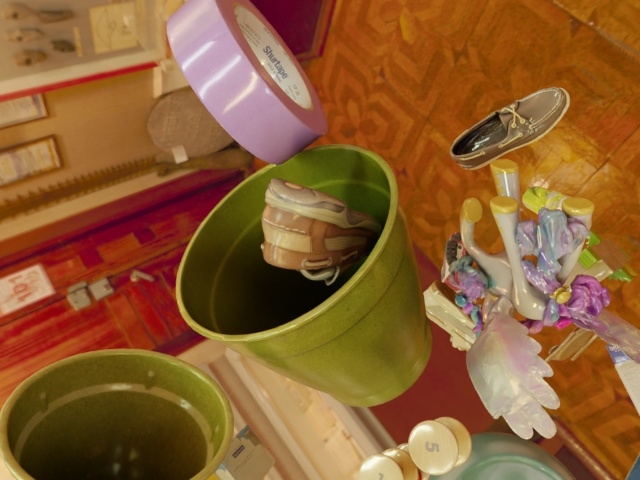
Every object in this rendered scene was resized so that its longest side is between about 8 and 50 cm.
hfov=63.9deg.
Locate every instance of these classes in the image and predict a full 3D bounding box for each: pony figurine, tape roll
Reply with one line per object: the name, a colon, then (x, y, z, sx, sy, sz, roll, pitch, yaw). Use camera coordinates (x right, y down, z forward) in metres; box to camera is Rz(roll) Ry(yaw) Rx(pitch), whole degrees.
pony figurine: (0.350, 0.090, 0.846, 0.351, 0.303, 0.363, -123, 19, -59)
tape roll: (-0.103, -0.256, 0.793, 0.090, 0.275, 0.275, -31, 86, 20)

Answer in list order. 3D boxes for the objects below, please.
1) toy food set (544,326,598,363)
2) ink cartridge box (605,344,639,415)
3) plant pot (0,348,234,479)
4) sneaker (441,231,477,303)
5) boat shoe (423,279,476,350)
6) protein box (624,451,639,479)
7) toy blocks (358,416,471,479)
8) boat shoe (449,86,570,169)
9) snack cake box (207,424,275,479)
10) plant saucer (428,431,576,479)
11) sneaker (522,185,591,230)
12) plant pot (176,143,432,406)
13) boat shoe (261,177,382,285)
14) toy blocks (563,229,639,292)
toy food set: (0.625, 0.256, 1.293, 0.038, 0.192, 0.132, 52, 120, 38)
ink cartridge box: (0.867, 0.374, 1.256, 0.186, 0.065, 0.311, -33, 71, 34)
plant pot: (-0.274, 0.330, 0.684, 0.276, 0.276, 0.254, 32, 116, 41)
sneaker: (0.465, 0.126, 1.725, 0.112, 0.121, 0.299, 49, -130, -78)
boat shoe: (0.384, 0.236, 1.351, 0.302, 0.109, 0.098, 40, 113, -1)
protein box: (0.590, 0.443, 0.804, 0.201, 0.200, 0.136, 26, 170, 44)
toy blocks: (0.123, 0.247, 0.593, 0.123, 0.148, 0.054, -39, 62, 15)
boat shoe: (0.497, -0.302, 1.370, 0.324, 0.097, 0.116, -31, 65, 31)
snack cake box: (-0.215, 0.450, 0.874, 0.089, 0.264, 0.152, 49, -173, 8)
plant saucer: (0.282, 0.449, 0.754, 0.317, 0.317, 0.043, 54, 159, 14)
sneaker: (0.651, -0.068, 1.368, 0.091, 0.126, 0.240, -53, 29, 16)
plant pot: (0.020, 0.093, 0.857, 0.366, 0.366, 0.353, 24, 158, 47)
boat shoe: (0.000, 0.000, 0.744, 0.123, 0.324, 0.116, 18, 90, 25)
toy blocks: (0.829, 0.123, 1.659, 0.261, 0.381, 0.191, -48, 66, 32)
